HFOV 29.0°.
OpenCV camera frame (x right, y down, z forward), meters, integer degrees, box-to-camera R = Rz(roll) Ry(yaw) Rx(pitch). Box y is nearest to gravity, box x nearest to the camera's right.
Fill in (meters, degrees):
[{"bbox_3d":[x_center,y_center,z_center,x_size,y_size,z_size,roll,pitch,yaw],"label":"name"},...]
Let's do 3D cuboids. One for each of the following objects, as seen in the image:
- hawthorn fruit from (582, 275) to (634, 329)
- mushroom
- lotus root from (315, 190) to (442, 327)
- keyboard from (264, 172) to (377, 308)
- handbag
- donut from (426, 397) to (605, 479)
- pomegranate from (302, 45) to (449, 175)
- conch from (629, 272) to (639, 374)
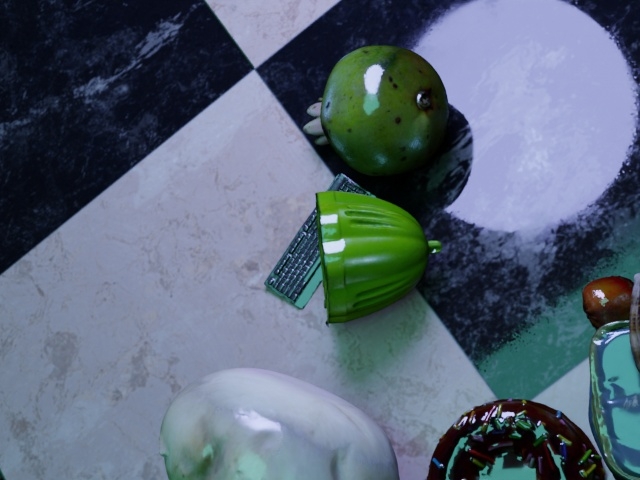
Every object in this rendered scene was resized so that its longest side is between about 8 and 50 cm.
[{"bbox_3d":[0.372,0.078,1.585,0.077,0.077,0.077,-6,72,19],"label":"hawthorn fruit"},{"bbox_3d":[-0.040,0.300,1.570,0.315,0.356,0.315,-12,43,11],"label":"mushroom"},{"bbox_3d":[0.082,0.017,1.675,0.186,0.186,0.186,-6,72,19],"label":"lotus root"},{"bbox_3d":[-0.001,-0.001,1.777,0.074,0.015,0.196,34,88,25],"label":"keyboard"},{"bbox_3d":[0.444,0.200,1.424,0.263,0.241,0.222,-9,70,17],"label":"handbag"},{"bbox_3d":[0.238,0.310,1.554,0.235,0.089,0.235,-5,73,17],"label":"donut"},{"bbox_3d":[0.069,-0.177,1.730,0.225,0.187,0.187,0,72,48],"label":"pomegranate"},{"bbox_3d":[0.418,0.075,1.255,0.210,0.159,0.291,0,75,17],"label":"conch"}]
